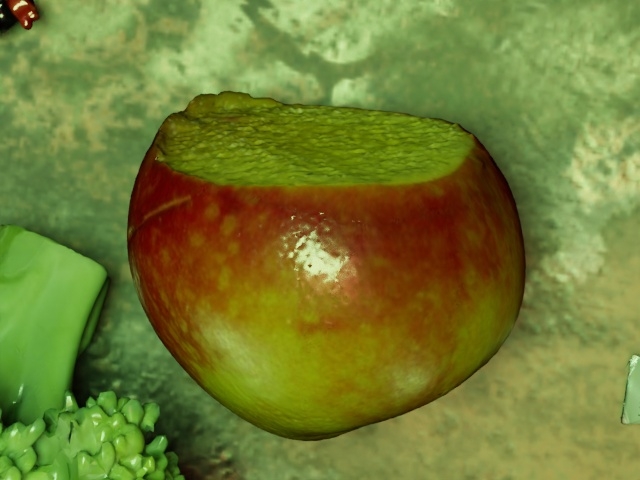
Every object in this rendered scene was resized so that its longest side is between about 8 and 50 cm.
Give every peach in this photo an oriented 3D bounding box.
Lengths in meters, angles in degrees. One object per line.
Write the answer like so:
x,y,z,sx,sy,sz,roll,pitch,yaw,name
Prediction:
0.000,0.000,0.823,0.190,0.190,0.192,-30,90,8,peach

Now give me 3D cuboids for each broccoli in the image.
-0.202,0.119,0.829,0.288,0.235,0.260,27,99,-8,broccoli

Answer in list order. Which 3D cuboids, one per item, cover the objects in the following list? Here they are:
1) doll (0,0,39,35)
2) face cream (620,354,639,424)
-0.214,-0.097,0.898,0.109,0.057,0.169,39,100,6,doll
0.217,0.087,0.887,0.115,0.020,0.038,8,97,9,face cream
